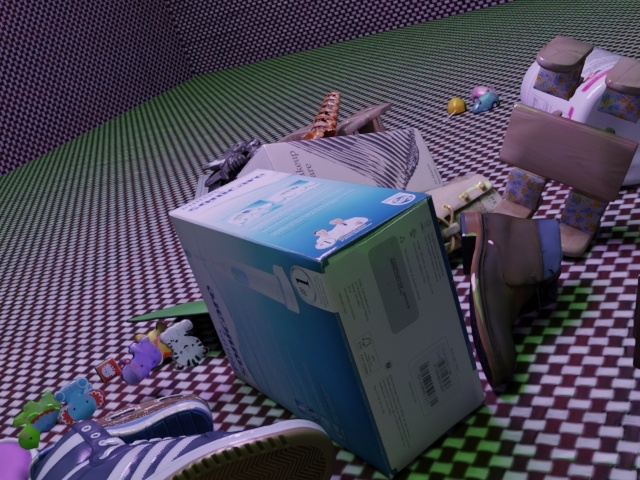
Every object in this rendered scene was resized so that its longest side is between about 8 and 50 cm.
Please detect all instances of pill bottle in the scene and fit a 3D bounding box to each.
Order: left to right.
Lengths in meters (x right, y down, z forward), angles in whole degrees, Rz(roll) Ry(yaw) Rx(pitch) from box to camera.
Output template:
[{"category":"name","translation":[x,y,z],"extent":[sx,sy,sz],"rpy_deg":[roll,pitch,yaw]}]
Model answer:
[{"category":"pill bottle","translation":[0.399,-0.196,1.064],"extent":[0.160,0.160,0.283],"rpy_deg":[-17,22,5]}]

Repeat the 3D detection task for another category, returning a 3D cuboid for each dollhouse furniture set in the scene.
[{"category":"dollhouse furniture set","translation":[0.044,-0.152,1.297],"extent":[0.129,0.129,0.184],"rpy_deg":[-35,22,-36]},{"category":"dollhouse furniture set","translation":[0.306,-0.068,0.782],"extent":[0.242,0.212,0.161],"rpy_deg":[25,40,22]}]

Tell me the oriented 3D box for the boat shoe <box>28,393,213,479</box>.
[{"category":"boat shoe","translation":[-0.199,0.205,0.739],"extent":[0.183,0.066,0.066],"rpy_deg":[-15,14,-9]}]

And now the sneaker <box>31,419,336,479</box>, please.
[{"category":"sneaker","translation":[-0.134,0.203,0.634],"extent":[0.282,0.099,0.153],"rpy_deg":[-25,24,-6]}]

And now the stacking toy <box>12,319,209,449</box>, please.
[{"category":"stacking toy","translation":[-0.240,0.163,0.827],"extent":[0.221,0.052,0.167],"rpy_deg":[-31,5,-23]}]

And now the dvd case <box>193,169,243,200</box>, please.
[{"category":"dvd case","translation":[-0.146,-0.133,1.530],"extent":[0.239,0.029,0.179],"rpy_deg":[-19,22,2]}]

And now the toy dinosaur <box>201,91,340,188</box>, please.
[{"category":"toy dinosaur","translation":[-0.048,-0.086,1.144],"extent":[0.322,0.164,0.218],"rpy_deg":[-42,27,-26]}]

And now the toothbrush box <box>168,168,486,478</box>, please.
[{"category":"toothbrush box","translation":[-0.006,0.060,0.715],"extent":[0.126,0.216,0.296],"rpy_deg":[-30,23,-27]}]

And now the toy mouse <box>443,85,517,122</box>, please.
[{"category":"toy mouse","translation":[0.340,-0.302,1.533],"extent":[0.143,0.031,0.161],"rpy_deg":[-8,24,25]}]

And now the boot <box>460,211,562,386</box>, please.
[{"category":"boot","translation":[0.201,0.047,0.729],"extent":[0.106,0.082,0.219],"rpy_deg":[-5,46,8]}]

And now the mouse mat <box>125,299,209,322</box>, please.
[{"category":"mouse mat","translation":[-0.141,0.087,0.963],"extent":[0.190,0.007,0.153],"rpy_deg":[-7,2,26]}]

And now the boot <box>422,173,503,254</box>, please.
[{"category":"boot","translation":[0.148,-0.007,0.905],"extent":[0.204,0.095,0.262],"rpy_deg":[-22,12,-8]}]

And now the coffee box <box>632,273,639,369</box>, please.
[{"category":"coffee box","translation":[0.383,0.032,0.588],"extent":[0.247,0.098,0.141],"rpy_deg":[-31,38,-28]}]

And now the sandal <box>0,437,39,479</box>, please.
[{"category":"sandal","translation":[-0.373,0.290,0.613],"extent":[0.169,0.102,0.416],"rpy_deg":[-13,22,14]}]

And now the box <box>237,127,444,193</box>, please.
[{"category":"box","translation":[0.034,-0.079,1.013],"extent":[0.275,0.113,0.094],"rpy_deg":[-13,-18,-36]}]
